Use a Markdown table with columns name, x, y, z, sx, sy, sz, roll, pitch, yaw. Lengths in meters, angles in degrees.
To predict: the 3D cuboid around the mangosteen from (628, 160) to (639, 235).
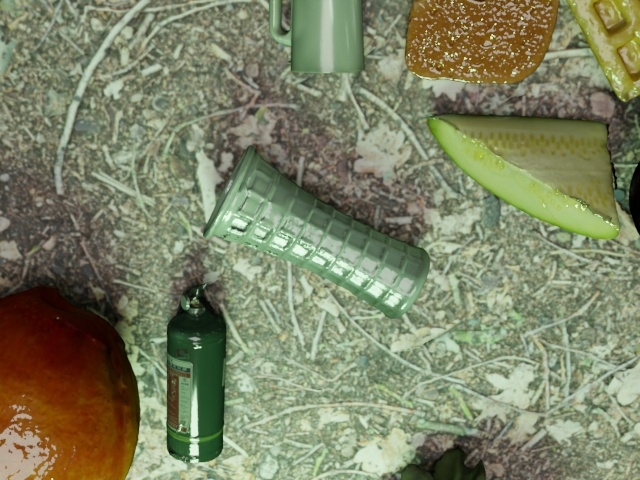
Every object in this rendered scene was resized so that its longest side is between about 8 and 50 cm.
| name | x | y | z | sx | sy | sz | roll | pitch | yaw |
| --- | --- | --- | --- | --- | --- | --- | --- | --- | --- |
| mangosteen | 0.531 | -0.087 | 0.986 | 0.288 | 0.287 | 0.233 | 4 | 143 | -1 |

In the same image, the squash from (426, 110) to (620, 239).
| name | x | y | z | sx | sy | sz | roll | pitch | yaw |
| --- | --- | --- | --- | --- | --- | --- | --- | --- | --- |
| squash | 0.266 | -0.080 | 1.050 | 0.252 | 0.093 | 0.169 | 3 | 64 | -1 |

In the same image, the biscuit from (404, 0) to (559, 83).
| name | x | y | z | sx | sy | sz | roll | pitch | yaw |
| --- | --- | --- | --- | --- | --- | --- | --- | --- | --- |
| biscuit | 0.210 | -0.297 | 0.997 | 0.192 | 0.036 | 0.186 | 4 | 122 | 7 |

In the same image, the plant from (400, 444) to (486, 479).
| name | x | y | z | sx | sy | sz | roll | pitch | yaw |
| --- | --- | --- | --- | --- | --- | --- | --- | --- | --- |
| plant | 0.217 | 0.492 | 1.186 | 0.215 | 0.213 | 0.312 | -25 | 96 | 10 |

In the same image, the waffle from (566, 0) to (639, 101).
| name | x | y | z | sx | sy | sz | roll | pitch | yaw |
| --- | --- | --- | --- | --- | --- | --- | --- | --- | --- |
| waffle | 0.447 | -0.336 | 0.992 | 0.248 | 0.055 | 0.221 | -32 | 105 | 10 |

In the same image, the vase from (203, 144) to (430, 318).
| name | x | y | z | sx | sy | sz | roll | pitch | yaw |
| --- | --- | --- | --- | --- | --- | --- | --- | --- | --- |
| vase | 0.000 | 0.000 | 1.068 | 0.299 | 0.143 | 0.143 | 28 | 106 | -10 |

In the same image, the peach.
| name | x | y | z | sx | sy | sz | roll | pitch | yaw |
| --- | --- | --- | --- | --- | --- | --- | --- | --- | --- |
| peach | -0.419 | 0.250 | 1.073 | 0.373 | 0.372 | 0.290 | -40 | 136 | 12 |

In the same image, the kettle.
| name | x | y | z | sx | sy | sz | roll | pitch | yaw |
| --- | --- | --- | --- | --- | --- | --- | --- | --- | --- |
| kettle | 0.001 | -0.296 | 1.000 | 0.098 | 0.127 | 0.148 | -10 | 108 | -30 |

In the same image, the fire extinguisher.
| name | x | y | z | sx | sy | sz | roll | pitch | yaw |
| --- | --- | --- | --- | --- | --- | --- | --- | --- | --- |
| fire extinguisher | -0.189 | 0.186 | 1.151 | 0.093 | 0.118 | 0.294 | -9 | 112 | -34 |
